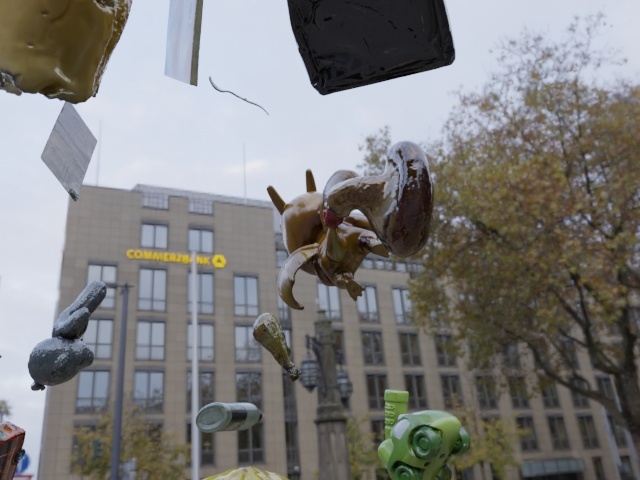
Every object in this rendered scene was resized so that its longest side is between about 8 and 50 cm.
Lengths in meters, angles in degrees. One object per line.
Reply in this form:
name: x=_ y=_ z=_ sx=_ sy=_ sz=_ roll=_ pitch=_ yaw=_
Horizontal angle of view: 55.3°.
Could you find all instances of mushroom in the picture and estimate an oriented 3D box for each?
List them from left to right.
mushroom: x=0.173 y=-0.088 z=1.449 sx=0.254 sy=0.267 sz=0.267 roll=-27 pitch=-19 yaw=-17

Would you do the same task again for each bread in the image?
bread: x=-0.469 y=-0.434 z=1.094 sx=0.250 sy=0.394 sz=0.361 roll=24 pitch=1 yaw=-40

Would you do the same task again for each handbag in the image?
handbag: x=0.097 y=-0.452 z=1.193 sx=0.301 sy=0.178 sz=0.275 roll=-7 pitch=-56 yaw=21

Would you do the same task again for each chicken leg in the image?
chicken leg: x=-0.100 y=0.256 z=1.456 sx=0.070 sy=0.178 sz=0.093 roll=-34 pitch=-22 yaw=-7

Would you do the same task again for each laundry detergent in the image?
laundry detergent: x=-0.220 y=0.455 z=1.577 sx=0.099 sy=0.070 sz=0.225 roll=-30 pitch=-23 yaw=15

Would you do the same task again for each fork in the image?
fork: x=-0.259 y=-0.452 z=1.932 sx=0.219 sy=0.028 sz=0.034 roll=29 pitch=9 yaw=-9

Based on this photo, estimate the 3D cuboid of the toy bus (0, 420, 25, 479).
toy bus: x=-0.347 y=0.248 z=0.648 sx=0.031 sy=0.110 sz=0.043 roll=21 pitch=9 yaw=13

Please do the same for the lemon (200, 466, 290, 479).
lemon: x=-0.154 y=0.619 z=1.185 sx=0.347 sy=0.348 sz=0.348 roll=-4 pitch=-24 yaw=-2

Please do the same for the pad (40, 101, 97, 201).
pad: x=-0.667 y=-0.248 z=1.639 sx=0.009 sy=0.265 sz=0.160 roll=-13 pitch=-44 yaw=11

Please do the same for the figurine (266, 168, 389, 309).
figurine: x=0.021 y=-0.031 z=1.748 sx=0.268 sy=0.387 sz=0.401 roll=8 pitch=-71 yaw=-33

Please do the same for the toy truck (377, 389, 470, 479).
toy truck: x=0.200 y=0.438 z=1.320 sx=0.148 sy=0.187 sz=0.210 roll=10 pitch=5 yaw=-41

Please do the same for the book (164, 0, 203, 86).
book: x=-0.388 y=-0.584 z=1.721 sx=0.028 sy=0.263 sz=0.374 roll=0 pitch=18 yaw=-25

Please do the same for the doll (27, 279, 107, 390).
doll: x=-0.710 y=0.281 z=1.791 sx=0.158 sy=0.340 sz=0.246 roll=38 pitch=-43 yaw=-13
